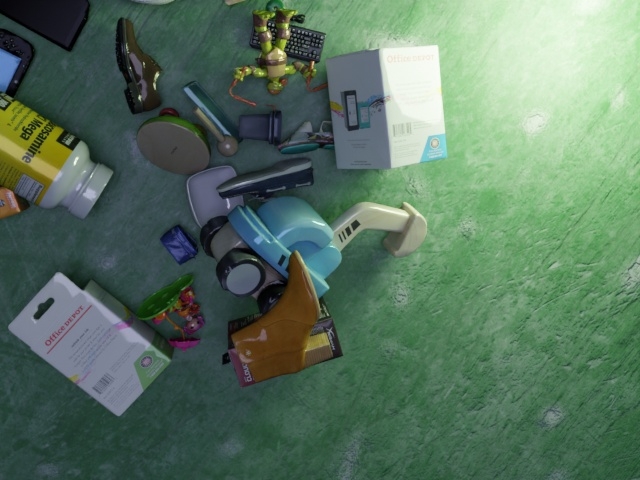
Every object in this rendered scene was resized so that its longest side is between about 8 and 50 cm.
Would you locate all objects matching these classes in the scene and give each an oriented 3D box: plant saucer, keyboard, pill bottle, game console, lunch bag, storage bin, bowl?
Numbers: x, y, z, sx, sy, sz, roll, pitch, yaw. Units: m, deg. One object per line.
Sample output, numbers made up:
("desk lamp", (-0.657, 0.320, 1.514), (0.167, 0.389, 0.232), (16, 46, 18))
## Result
("plant saucer", (-0.261, -0.314, 1.780), (0.018, 0.067, 0.192), (-37, 102, 25))
("keyboard", (-0.078, -0.512, 1.789), (0.180, 0.023, 0.108), (12, 98, -9))
("pill bottle", (-0.668, -0.192, 1.687), (0.334, 0.188, 0.188), (32, 95, -18))
("game console", (-0.714, -0.462, 1.715), (0.213, 0.044, 0.361), (28, 96, -10))
("lunch bag", (-0.351, 0.011, 1.828), (0.065, 0.067, 0.098), (-37, 103, 1))
("storage bin", (-0.148, -0.285, 1.771), (0.091, 0.135, 0.098), (3, 100, 3))
("bowl", (-0.271, -0.110, 1.804), (0.142, 0.053, 0.142), (-21, 105, -32))

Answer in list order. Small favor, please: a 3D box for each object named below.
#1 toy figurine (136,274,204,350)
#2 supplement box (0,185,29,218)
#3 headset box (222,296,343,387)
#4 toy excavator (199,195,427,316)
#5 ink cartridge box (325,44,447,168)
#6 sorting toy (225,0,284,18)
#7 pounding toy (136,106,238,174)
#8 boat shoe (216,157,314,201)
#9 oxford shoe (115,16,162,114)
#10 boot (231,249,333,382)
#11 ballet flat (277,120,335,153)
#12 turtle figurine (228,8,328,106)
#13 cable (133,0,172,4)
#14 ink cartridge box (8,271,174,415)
("toy figurine", (-0.357, 0.201, 1.857), (0.173, 0.130, 0.159), (-42, 117, -23))
("supplement box", (-0.839, -0.073, 1.753), (0.234, 0.080, 0.078), (-20, 104, -5))
("headset box", (-0.109, 0.250, 1.821), (0.293, 0.218, 0.110), (-17, 103, -4))
("toy excavator", (0.000, 0.000, 1.772), (0.445, 0.222, 0.433), (-44, 126, 6))
("ink cartridge box", (0.158, -0.317, 1.727), (0.198, 0.197, 0.270), (-14, 103, -37))
("sorting toy", (-0.187, -0.657, 1.738), (0.132, 0.046, 0.274), (-18, 102, -3))
("pounding toy", (-0.323, -0.266, 1.754), (0.237, 0.110, 0.183), (-11, 138, 30))
("boat shoe", (-0.134, -0.139, 1.802), (0.255, 0.095, 0.079), (-21, 115, -24))
("oxford shoe", (-0.437, -0.425, 1.745), (0.096, 0.083, 0.227), (-17, 102, -23))
("boot", (-0.102, 0.181, 1.636), (0.211, 0.104, 0.295), (-15, 111, -3))
("ballet flat", (-0.001, -0.262, 1.823), (0.222, 0.077, 0.079), (-4, 82, -10))
("turtle figurine", (-0.101, -0.446, 1.751), (0.270, 0.087, 0.217), (-9, 118, -23))
("cable", (-0.403, -0.685, 1.685), (0.257, 0.089, 0.257), (32, 97, -8))
("ink cartridge box", (-0.570, 0.246, 1.818), (0.353, 0.119, 0.207), (43, 94, -13))
